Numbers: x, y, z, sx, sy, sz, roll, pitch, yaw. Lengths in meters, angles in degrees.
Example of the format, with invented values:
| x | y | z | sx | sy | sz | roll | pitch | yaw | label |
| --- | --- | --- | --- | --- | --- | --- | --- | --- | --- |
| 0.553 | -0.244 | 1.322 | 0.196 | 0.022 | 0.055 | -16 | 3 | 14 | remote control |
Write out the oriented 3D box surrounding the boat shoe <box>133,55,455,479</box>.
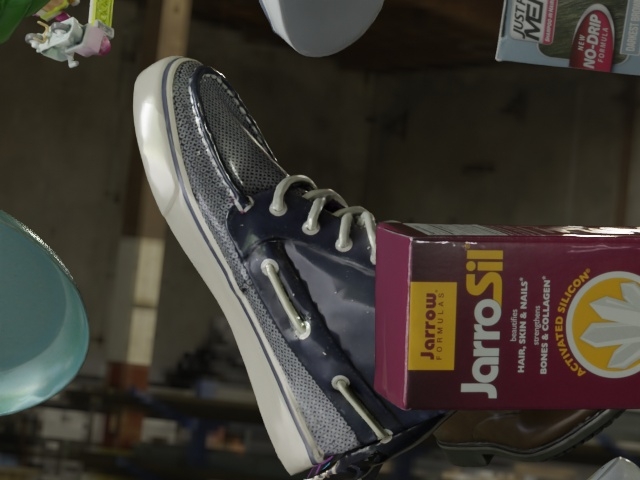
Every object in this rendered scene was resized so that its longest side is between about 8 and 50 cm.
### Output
| x | y | z | sx | sy | sz | roll | pitch | yaw | label |
| --- | --- | --- | --- | --- | --- | --- | --- | --- | --- |
| 0.000 | 0.000 | 1.258 | 0.158 | 0.341 | 0.127 | -26 | -1 | 28 | boat shoe |

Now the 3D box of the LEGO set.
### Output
| x | y | z | sx | sy | sz | roll | pitch | yaw | label |
| --- | --- | --- | --- | --- | --- | --- | --- | --- | --- |
| -0.207 | -0.299 | 1.717 | 0.132 | 0.287 | 0.107 | 6 | -17 | 47 | LEGO set |

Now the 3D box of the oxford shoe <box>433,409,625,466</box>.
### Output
| x | y | z | sx | sy | sz | roll | pitch | yaw | label |
| --- | --- | --- | --- | --- | --- | --- | --- | --- | --- |
| 0.154 | 0.120 | 1.383 | 0.227 | 0.083 | 0.096 | -18 | -67 | 48 | oxford shoe |

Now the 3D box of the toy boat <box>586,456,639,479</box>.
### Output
| x | y | z | sx | sy | sz | roll | pitch | yaw | label |
| --- | --- | --- | --- | --- | --- | --- | --- | --- | --- |
| 0.235 | 0.351 | 1.522 | 0.267 | 0.318 | 0.148 | 15 | -32 | -21 | toy boat |

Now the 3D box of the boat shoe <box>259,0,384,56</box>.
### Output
| x | y | z | sx | sy | sz | roll | pitch | yaw | label |
| --- | --- | --- | --- | --- | --- | --- | --- | --- | --- |
| -0.027 | -0.211 | 0.880 | 0.095 | 0.258 | 0.084 | -25 | 47 | -22 | boat shoe |

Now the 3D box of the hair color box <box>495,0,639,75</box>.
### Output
| x | y | z | sx | sy | sz | roll | pitch | yaw | label |
| --- | --- | --- | --- | --- | --- | --- | --- | --- | --- |
| 0.207 | -0.313 | 1.286 | 0.113 | 0.374 | 0.185 | 7 | -44 | 7 | hair color box |

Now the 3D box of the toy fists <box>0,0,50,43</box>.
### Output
| x | y | z | sx | sy | sz | roll | pitch | yaw | label |
| --- | --- | --- | --- | --- | --- | --- | --- | --- | --- |
| -0.199 | -0.243 | 1.112 | 0.142 | 0.279 | 0.096 | 38 | -37 | -27 | toy fists |

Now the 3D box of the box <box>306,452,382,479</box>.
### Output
| x | y | z | sx | sy | sz | roll | pitch | yaw | label |
| --- | --- | --- | --- | --- | --- | --- | --- | --- | --- |
| 0.014 | 0.230 | 1.639 | 0.029 | 0.162 | 0.116 | 30 | -7 | -13 | box |

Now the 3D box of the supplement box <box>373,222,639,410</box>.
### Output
| x | y | z | sx | sy | sz | roll | pitch | yaw | label |
| --- | --- | --- | --- | --- | --- | --- | --- | --- | --- |
| 0.131 | 0.045 | 1.042 | 0.188 | 0.104 | 0.081 | 0 | 5 | -12 | supplement box |

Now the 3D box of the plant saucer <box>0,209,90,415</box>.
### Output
| x | y | z | sx | sy | sz | roll | pitch | yaw | label |
| --- | --- | --- | --- | --- | --- | --- | --- | --- | --- |
| -0.359 | 0.048 | 1.565 | 0.317 | 0.044 | 0.318 | 5 | -43 | 4 | plant saucer |
